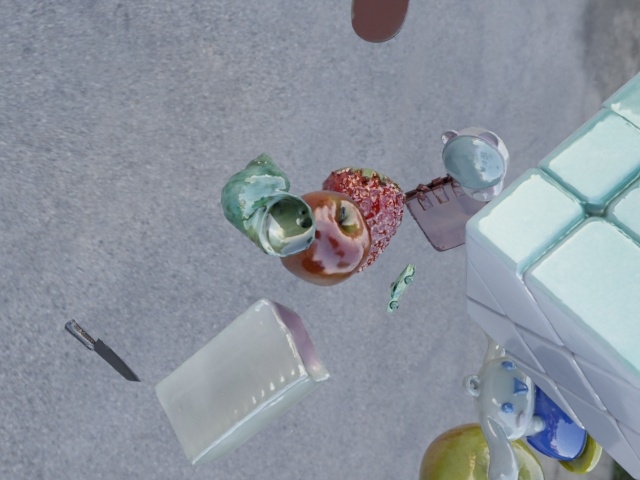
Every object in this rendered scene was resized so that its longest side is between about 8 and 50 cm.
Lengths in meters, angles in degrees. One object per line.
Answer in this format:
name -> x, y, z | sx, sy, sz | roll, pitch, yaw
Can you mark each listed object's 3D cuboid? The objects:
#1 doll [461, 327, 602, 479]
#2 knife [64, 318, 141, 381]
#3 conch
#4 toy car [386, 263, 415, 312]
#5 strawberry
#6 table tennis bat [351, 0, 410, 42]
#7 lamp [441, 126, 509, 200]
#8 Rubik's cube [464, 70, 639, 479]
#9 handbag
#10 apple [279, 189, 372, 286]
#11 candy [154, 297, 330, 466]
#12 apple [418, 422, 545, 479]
doll -> 0.360, 0.263, 0.982 | 0.242, 0.311, 0.160 | -8, 149, -2
knife -> -0.519, 0.266, 1.351 | 0.230, 0.060, 0.028 | 41, 38, 2
conch -> -0.100, -0.066, 1.071 | 0.122, 0.175, 0.188 | -50, 128, -61
toy car -> 0.262, 0.160, 1.881 | 0.186, 0.058, 0.093 | -64, 175, 21
strawberry -> 0.100, -0.055, 1.714 | 0.292, 0.292, 0.344 | 18, 93, -43
table tennis bat -> 0.121, -0.506, 1.093 | 0.022, 0.131, 0.235 | -10, 111, -56
lamp -> 0.420, -0.196, 1.526 | 0.108, 0.179, 0.246 | -53, 136, -26
Rubik's cube -> 0.390, 0.048, 0.662 | 0.316, 0.322, 0.319 | -41, 152, -6
handbag -> 0.450, -0.102, 1.908 | 0.275, 0.260, 0.084 | 48, 34, -31
apple -> 0.000, 0.000, 1.313 | 0.230, 0.230, 0.230 | -13, 110, -39
candy -> -0.173, 0.310, 1.229 | 0.358, 0.208, 0.145 | -41, 151, 11
apple -> 0.334, 0.506, 1.176 | 0.260, 0.261, 0.194 | -31, 165, -31
